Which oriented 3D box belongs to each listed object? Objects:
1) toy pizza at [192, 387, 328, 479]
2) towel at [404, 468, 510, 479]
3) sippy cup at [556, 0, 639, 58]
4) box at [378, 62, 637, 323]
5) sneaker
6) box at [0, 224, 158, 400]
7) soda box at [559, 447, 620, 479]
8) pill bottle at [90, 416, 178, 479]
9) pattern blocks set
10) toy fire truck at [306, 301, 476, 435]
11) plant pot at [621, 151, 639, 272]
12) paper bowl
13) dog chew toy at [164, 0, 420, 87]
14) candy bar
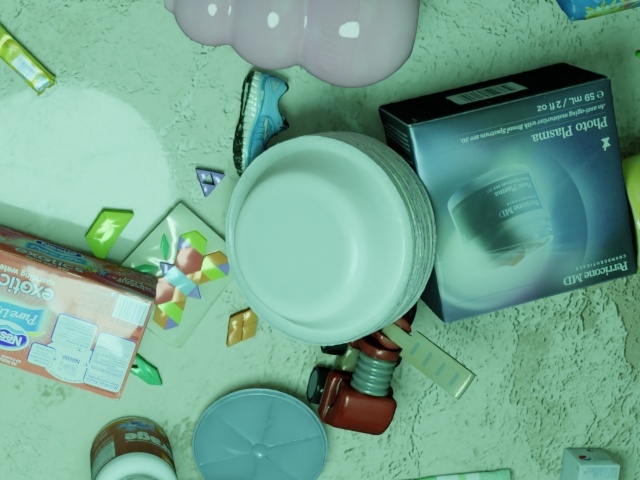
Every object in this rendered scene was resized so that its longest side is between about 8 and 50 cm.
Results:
[{"bbox_3d":[-0.089,0.303,1.949,0.201,0.032,0.201,0,113,1],"label":"toy pizza"},{"bbox_3d":[0.140,0.490,2.051,0.325,0.038,0.247,-4,103,-10],"label":"towel"},{"bbox_3d":[0.418,-0.415,1.803,0.224,0.240,0.305,-22,68,5],"label":"sippy cup"},{"bbox_3d":[0.267,-0.071,1.867,0.296,0.183,0.294,-15,107,-7],"label":"box"},{"bbox_3d":[-0.078,-0.153,1.838,0.073,0.063,0.162,8,102,-16],"label":"sneaker"},{"bbox_3d":[-0.385,0.087,1.777,0.300,0.142,0.154,18,99,-8],"label":"box"},{"bbox_3d":[0.415,0.441,2.074,0.069,0.074,0.216,3,102,-12],"label":"soda box"},{"bbox_3d":[-0.260,0.338,1.839,0.121,0.216,0.121,-3,104,-11],"label":"pill bottle"},{"bbox_3d":[-0.205,0.052,1.881,0.285,0.026,0.324,27,97,-16],"label":"pattern blocks set"},{"bbox_3d":[0.097,0.185,1.858,0.159,0.246,0.217,13,100,-14],"label":"toy fire truck"},{"bbox_3d":[0.549,-0.054,1.895,0.239,0.254,0.254,-13,106,-2],"label":"plant pot"},{"bbox_3d":[0.000,0.000,1.751,0.284,0.148,0.284,5,100,26],"label":"paper bowl"},{"bbox_3d":[-0.040,-0.313,1.742,0.332,0.206,0.206,5,102,-5],"label":"dog chew toy"},{"bbox_3d":[-0.422,-0.259,1.765,0.040,0.018,0.161,-43,108,5],"label":"candy bar"}]
